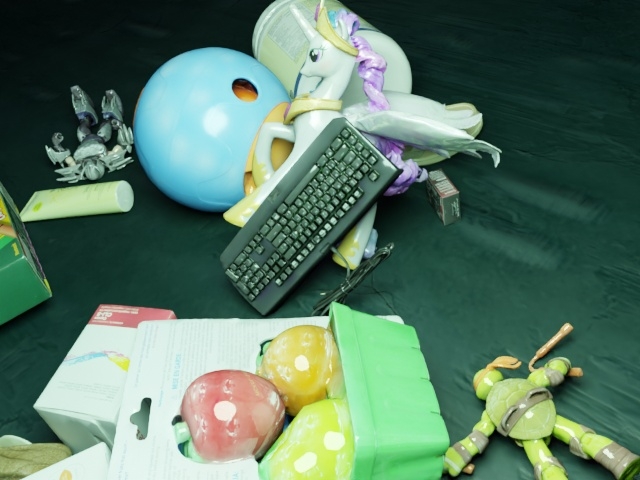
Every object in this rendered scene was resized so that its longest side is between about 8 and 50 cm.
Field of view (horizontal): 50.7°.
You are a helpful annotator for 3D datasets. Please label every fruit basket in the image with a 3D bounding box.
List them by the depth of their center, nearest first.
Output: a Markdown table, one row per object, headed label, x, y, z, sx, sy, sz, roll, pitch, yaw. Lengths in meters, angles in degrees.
| label | x | y | z | sx | sy | sz | roll | pitch | yaw |
| --- | --- | --- | --- | --- | --- | --- | --- | --- | --- |
| fruit basket | -0.048 | 0.204 | 0.772 | 0.353 | 0.165 | 0.327 | -5 | 33 | -4 |

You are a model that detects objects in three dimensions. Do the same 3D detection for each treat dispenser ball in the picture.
| label | x | y | z | sx | sy | sz | roll | pitch | yaw |
| --- | --- | --- | --- | --- | --- | --- | --- | --- | --- |
| treat dispenser ball | -0.185 | -0.193 | 1.200 | 0.288 | 0.288 | 0.288 | -8 | 42 | 7 |

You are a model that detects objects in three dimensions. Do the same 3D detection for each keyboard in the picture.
| label | x | y | z | sx | sy | sz | roll | pitch | yaw |
| --- | --- | --- | --- | --- | --- | --- | --- | --- | --- |
| keyboard | 0.000 | 0.000 | 0.966 | 0.201 | 0.317 | 0.033 | 43 | 28 | 2 |

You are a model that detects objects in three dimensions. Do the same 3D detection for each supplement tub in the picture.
| label | x | y | z | sx | sy | sz | roll | pitch | yaw |
| --- | --- | --- | --- | --- | --- | --- | --- | --- | --- |
| supplement tub | 0.010 | -0.348 | 1.352 | 0.236 | 0.235 | 0.325 | -25 | 42 | -11 |

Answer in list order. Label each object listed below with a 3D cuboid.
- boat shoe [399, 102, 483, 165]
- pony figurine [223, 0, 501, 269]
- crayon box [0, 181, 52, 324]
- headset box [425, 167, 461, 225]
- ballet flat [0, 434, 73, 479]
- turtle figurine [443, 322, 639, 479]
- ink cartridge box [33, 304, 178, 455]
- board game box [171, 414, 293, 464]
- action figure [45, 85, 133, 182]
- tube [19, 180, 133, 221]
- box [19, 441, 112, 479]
| label | x | y | z | sx | sy | sz | roll | pitch | yaw |
| --- | --- | --- | --- | --- | --- | --- | --- | --- | --- |
| boat shoe | 0.160 | -0.199 | 1.249 | 0.302 | 0.098 | 0.109 | -20 | 42 | -6 |
| pony figurine | 0.062 | -0.150 | 1.034 | 0.351 | 0.363 | 0.303 | 22 | 17 | -6 |
| crayon box | -0.669 | 0.050 | 1.168 | 0.313 | 0.106 | 0.363 | -30 | 41 | -16 |
| headset box | 0.205 | -0.070 | 1.123 | 0.032 | 0.062 | 0.083 | -20 | 41 | -5 |
| ballet flat | -0.481 | 0.307 | 0.887 | 0.343 | 0.116 | 0.124 | -6 | 22 | 9 |
| turtle figurine | 0.257 | 0.206 | 0.787 | 0.270 | 0.087 | 0.217 | -31 | 44 | -18 |
| ink cartridge box | -0.268 | 0.197 | 0.917 | 0.127 | 0.128 | 0.176 | 3 | 44 | 19 |
| board game box | -0.103 | 0.294 | 0.825 | 0.160 | 0.047 | 0.210 | -13 | 41 | 0 |
| action figure | -0.497 | -0.225 | 1.472 | 0.185 | 0.099 | 0.285 | -8 | 45 | -6 |
| tube | -0.489 | -0.077 | 1.337 | 0.240 | 0.062 | 0.070 | -4 | 2 | 19 |
| box | -0.293 | 0.331 | 0.744 | 0.171 | 0.091 | 0.130 | -23 | 41 | -11 |
